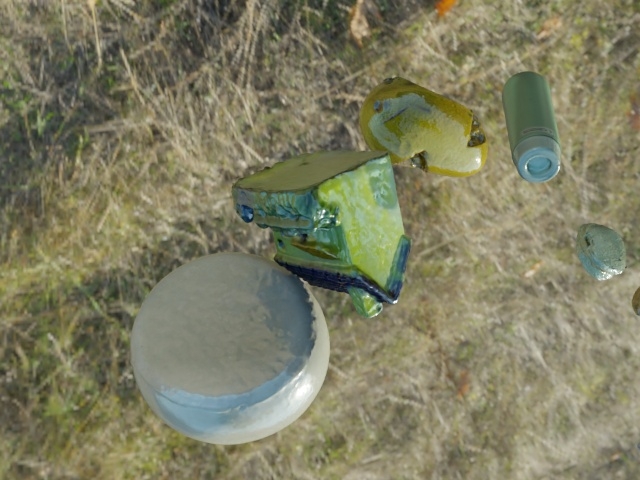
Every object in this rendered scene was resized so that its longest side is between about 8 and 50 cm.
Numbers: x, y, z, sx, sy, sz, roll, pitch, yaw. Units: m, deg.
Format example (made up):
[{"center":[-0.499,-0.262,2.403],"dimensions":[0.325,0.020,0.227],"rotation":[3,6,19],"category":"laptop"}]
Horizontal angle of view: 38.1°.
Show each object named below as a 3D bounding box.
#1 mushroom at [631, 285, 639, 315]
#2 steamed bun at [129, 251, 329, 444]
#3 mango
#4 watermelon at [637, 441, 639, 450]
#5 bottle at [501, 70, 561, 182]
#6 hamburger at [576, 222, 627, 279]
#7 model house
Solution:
[{"center":[0.489,0.150,1.278],"dimensions":[0.059,0.054,0.202],"rotation":[-20,101,27],"category":"mushroom"},{"center":[-0.124,0.164,1.325],"dimensions":[0.283,0.283,0.177],"rotation":[-15,142,-5],"category":"steamed bun"},{"center":[0.194,-0.201,1.711],"dimensions":[0.262,0.130,0.167],"rotation":[18,117,-13],"category":"mango"},{"center":[0.562,0.220,1.017],"dimensions":[0.222,0.292,0.319],"rotation":[-38,156,-22],"category":"watermelon"},{"center":[0.127,-0.069,0.557],"dimensions":[0.030,0.083,0.030],"rotation":[3,131,3],"category":"bottle"},{"center":[0.648,0.022,2.137],"dimensions":[0.133,0.140,0.062],"rotation":[35,142,-20],"category":"hamburger"},{"center":[0.000,0.000,1.236],"dimensions":[0.170,0.194,0.211],"rotation":[-29,112,-34],"category":"model house"}]
